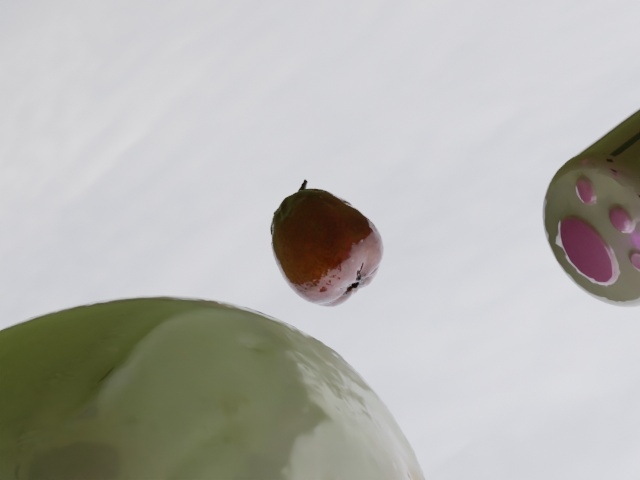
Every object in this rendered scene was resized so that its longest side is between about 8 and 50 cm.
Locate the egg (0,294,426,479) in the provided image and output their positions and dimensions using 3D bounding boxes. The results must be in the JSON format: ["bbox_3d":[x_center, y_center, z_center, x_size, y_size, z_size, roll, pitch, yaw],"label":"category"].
[{"bbox_3d":[-0.116,0.175,0.990,0.345,0.283,0.283,-17,-153,30],"label":"egg"}]

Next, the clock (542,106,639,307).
[{"bbox_3d":[0.250,0.036,0.734,0.114,0.284,0.309,-32,180,-26],"label":"clock"}]

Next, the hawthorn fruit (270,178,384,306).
[{"bbox_3d":[0.000,0.000,1.425,0.081,0.093,0.081,-34,160,-14],"label":"hawthorn fruit"}]
